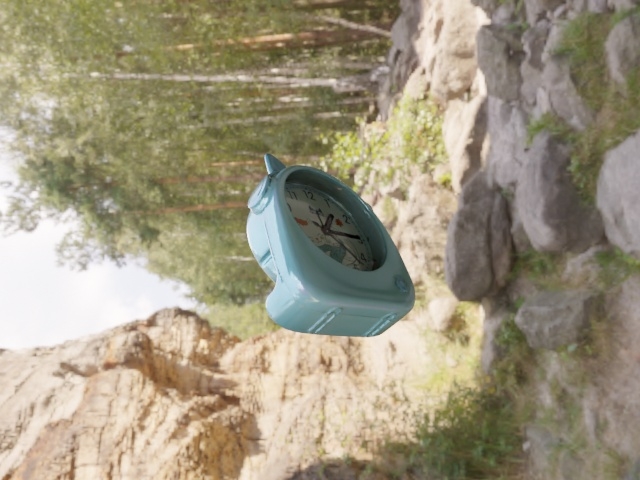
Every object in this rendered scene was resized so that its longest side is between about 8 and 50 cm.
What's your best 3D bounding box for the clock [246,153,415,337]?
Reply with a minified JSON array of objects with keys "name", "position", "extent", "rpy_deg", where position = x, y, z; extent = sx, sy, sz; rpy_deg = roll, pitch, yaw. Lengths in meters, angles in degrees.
[{"name":"clock","position":[0.000,0.000,0.885],"extent":[0.224,0.094,0.274],"rpy_deg":[13,-138,-41]}]
